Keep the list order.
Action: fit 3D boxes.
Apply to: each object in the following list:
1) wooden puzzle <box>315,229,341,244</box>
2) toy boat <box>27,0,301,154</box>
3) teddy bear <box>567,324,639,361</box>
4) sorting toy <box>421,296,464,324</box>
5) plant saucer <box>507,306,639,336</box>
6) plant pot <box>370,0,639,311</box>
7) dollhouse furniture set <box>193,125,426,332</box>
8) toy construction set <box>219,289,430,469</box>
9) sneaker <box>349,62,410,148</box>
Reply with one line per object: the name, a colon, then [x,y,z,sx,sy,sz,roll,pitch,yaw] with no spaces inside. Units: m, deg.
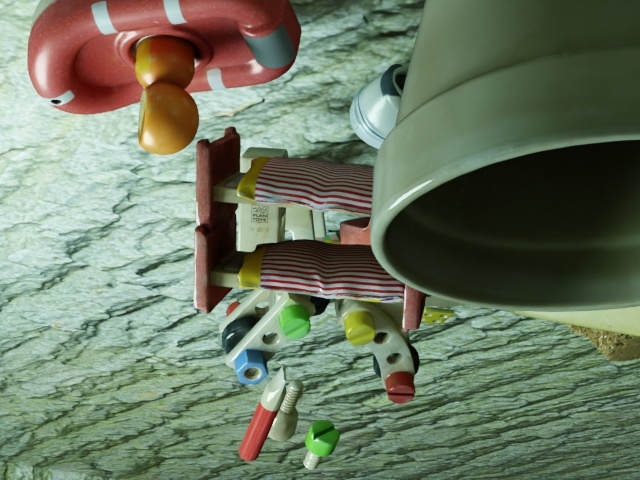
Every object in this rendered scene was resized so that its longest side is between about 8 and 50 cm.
wooden puzzle: [0.000,0.000,1.536,0.083,0.006,0.049,-5,157,11]
toy boat: [-0.133,-0.142,1.004,0.231,0.151,0.151,-6,156,13]
teddy bear: [0.430,0.035,1.532,0.245,0.113,0.338,-12,148,8]
sorting toy: [0.133,0.049,1.604,0.132,0.046,0.274,-1,157,1]
plant saucer: [0.330,0.028,1.295,0.332,0.081,0.333,9,165,24]
plant pot: [0.194,-0.127,0.881,0.323,0.280,0.323,-1,157,0]
dollhouse furniture set: [0.012,-0.038,1.164,0.201,0.152,0.374,5,-168,6]
toy construction set: [0.014,0.086,1.370,0.257,0.309,0.237,25,128,4]
sneaker: [0.160,-0.107,1.168,0.258,0.094,0.091,9,160,-20]
